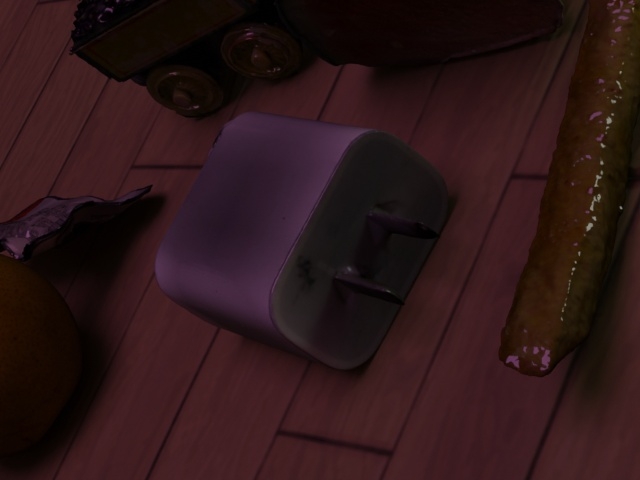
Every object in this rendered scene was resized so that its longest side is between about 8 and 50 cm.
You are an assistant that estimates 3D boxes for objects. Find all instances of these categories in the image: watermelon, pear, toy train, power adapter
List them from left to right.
[{"bbox_3d":[-0.337,0.104,1.597,0.209,0.209,0.209,-31,40,30],"label":"pear"},{"bbox_3d":[-0.121,-0.231,1.652,0.261,0.177,0.134,-22,46,39],"label":"toy train"},{"bbox_3d":[0.000,0.000,1.358,0.255,0.124,0.187,14,73,53],"label":"power adapter"},{"bbox_3d":[0.046,-0.248,1.396,0.222,0.292,0.319,-38,46,15],"label":"watermelon"}]

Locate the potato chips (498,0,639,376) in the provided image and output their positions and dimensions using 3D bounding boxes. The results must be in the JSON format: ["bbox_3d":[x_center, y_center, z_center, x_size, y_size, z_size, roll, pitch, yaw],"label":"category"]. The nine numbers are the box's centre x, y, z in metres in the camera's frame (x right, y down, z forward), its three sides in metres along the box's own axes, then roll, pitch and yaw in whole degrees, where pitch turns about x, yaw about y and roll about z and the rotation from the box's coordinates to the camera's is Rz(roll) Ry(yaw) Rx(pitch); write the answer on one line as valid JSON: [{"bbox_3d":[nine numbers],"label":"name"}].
[{"bbox_3d":[0.197,-0.065,1.221,0.057,0.080,0.407,-1,57,31],"label":"potato chips"}]

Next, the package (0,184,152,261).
[{"bbox_3d":[-0.284,-0.014,1.722,0.166,0.040,0.232,-31,14,-37],"label":"package"}]
